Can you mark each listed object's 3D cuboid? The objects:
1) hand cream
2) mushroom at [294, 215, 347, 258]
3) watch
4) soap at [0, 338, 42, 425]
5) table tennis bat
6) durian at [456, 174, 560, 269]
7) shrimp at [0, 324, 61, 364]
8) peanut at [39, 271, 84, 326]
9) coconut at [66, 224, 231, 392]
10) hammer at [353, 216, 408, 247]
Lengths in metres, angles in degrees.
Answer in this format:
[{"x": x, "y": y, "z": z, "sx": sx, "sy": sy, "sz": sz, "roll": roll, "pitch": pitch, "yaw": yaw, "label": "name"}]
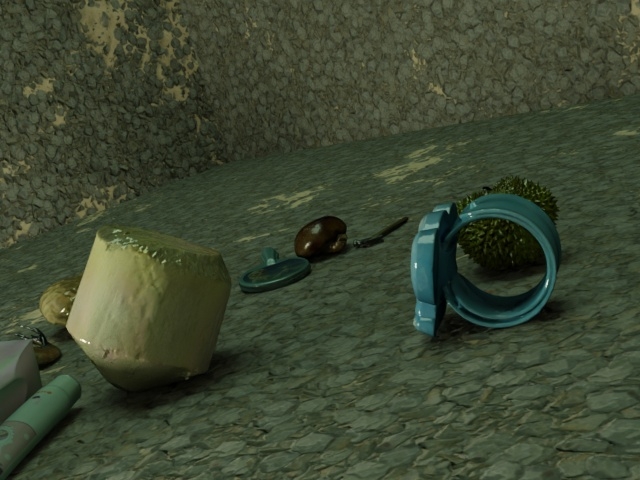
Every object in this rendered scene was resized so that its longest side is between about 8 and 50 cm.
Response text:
[{"x": -0.428, "y": 0.284, "z": 1.327, "sx": 0.085, "sy": 0.058, "sz": 0.331, "roll": 4, "pitch": 21, "yaw": 13, "label": "hand cream"}, {"x": 0.000, "y": 0.000, "z": 2.029, "sx": 0.127, "sy": 0.087, "sz": 0.127, "roll": -30, "pitch": -7, "yaw": -4, "label": "mushroom"}, {"x": 0.229, "y": 0.036, "z": 1.318, "sx": 0.193, "sy": 0.210, "sz": 0.211, "roll": 3, "pitch": 17, "yaw": 17, "label": "watch"}, {"x": -0.558, "y": 0.262, "z": 1.408, "sx": 0.208, "sy": 0.114, "sz": 0.347, "roll": -5, "pitch": 14, "yaw": 19, "label": "soap"}, {"x": -0.097, "y": 0.057, "z": 1.973, "sx": 0.149, "sy": 0.038, "sz": 0.237, "roll": -17, "pitch": 14, "yaw": -2, "label": "table tennis bat"}, {"x": 0.292, "y": -0.021, "z": 1.548, "sx": 0.159, "sy": 0.146, "sz": 0.198, "roll": -23, "pitch": -2, "yaw": -31, "label": "durian"}, {"x": -0.603, "y": 0.197, "z": 1.818, "sx": 0.220, "sy": 0.046, "sz": 0.152, "roll": 7, "pitch": 11, "yaw": -7, "label": "shrimp"}, {"x": -0.471, "y": 0.117, "z": 2.014, "sx": 0.233, "sy": 0.110, "sz": 0.197, "roll": -24, "pitch": 14, "yaw": -27, "label": "peanut"}, {"x": -0.264, "y": 0.113, "z": 1.463, "sx": 0.239, "sy": 0.244, "sz": 0.239, "roll": 15, "pitch": 4, "yaw": -1, "label": "coconut"}, {"x": 0.142, "y": -0.022, "z": 2.056, "sx": 0.062, "sy": 0.017, "sz": 0.182, "roll": -7, "pitch": 14, "yaw": 38, "label": "hammer"}]
